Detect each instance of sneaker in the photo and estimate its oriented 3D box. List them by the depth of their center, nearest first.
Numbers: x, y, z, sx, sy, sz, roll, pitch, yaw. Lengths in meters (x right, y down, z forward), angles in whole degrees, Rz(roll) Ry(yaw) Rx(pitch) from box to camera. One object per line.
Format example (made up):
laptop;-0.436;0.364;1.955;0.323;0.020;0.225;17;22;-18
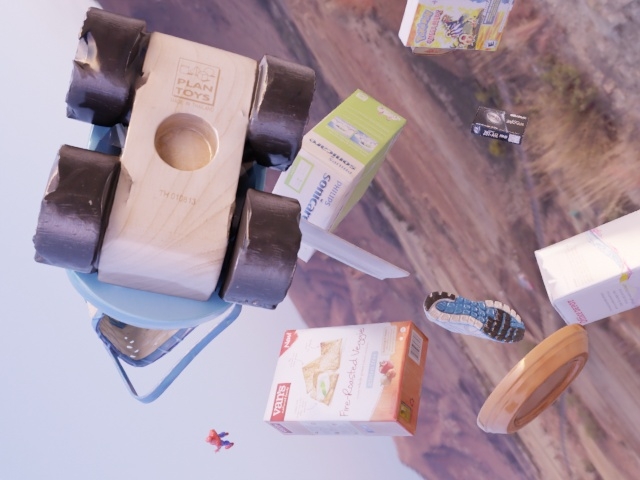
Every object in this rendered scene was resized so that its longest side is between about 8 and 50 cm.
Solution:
sneaker;0.284;0.147;1.469;0.190;0.071;0.083;18;159;9

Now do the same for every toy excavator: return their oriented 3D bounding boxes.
toy excavator;-0.170;-0.092;0.904;0.445;0.222;0.433;134;146;-64

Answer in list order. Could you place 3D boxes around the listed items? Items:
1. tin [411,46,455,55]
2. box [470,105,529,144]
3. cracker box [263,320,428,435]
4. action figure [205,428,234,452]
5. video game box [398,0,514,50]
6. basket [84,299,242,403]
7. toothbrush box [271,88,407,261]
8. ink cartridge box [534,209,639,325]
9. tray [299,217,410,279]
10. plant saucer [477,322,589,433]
tin;0.285;-0.480;1.872;0.189;0.106;0.040;-13;-106;-49
box;0.290;-0.186;1.273;0.067;0.083;0.018;-57;-22;-48
cracker box;0.038;0.210;1.188;0.067;0.232;0.156;45;-133;-42
action figure;-0.185;0.359;1.416;0.115;0.030;0.038;67;177;-71
video game box;0.251;-0.434;1.375;0.048;0.187;0.205;-106;21;-45
basket;-0.308;0.140;1.490;0.289;0.255;0.201;37;167;38
toothbrush box;0.024;-0.126;1.458;0.122;0.206;0.283;33;-141;4
ink cartridge box;0.641;0.056;1.681;0.226;0.306;0.131;39;-146;-55
tray;0.000;0.000;1.230;0.270;0.030;0.145;27;178;-27
plant saucer;0.301;0.198;1.085;0.037;0.200;0.200;47;175;29
